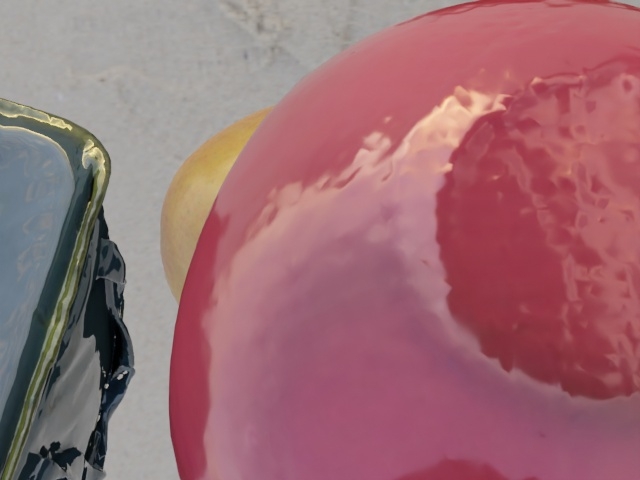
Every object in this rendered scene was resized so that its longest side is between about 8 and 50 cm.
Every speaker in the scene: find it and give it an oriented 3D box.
[{"bbox_3d":[0.084,0.052,0.520,0.294,0.294,0.294,9,106,33],"label":"speaker"}]

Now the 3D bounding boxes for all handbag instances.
[{"bbox_3d":[-0.225,0.064,0.696,0.222,0.241,0.263,15,68,1],"label":"handbag"}]

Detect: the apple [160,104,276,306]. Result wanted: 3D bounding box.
[{"bbox_3d":[0.000,0.000,1.209,0.275,0.299,0.299,26,114,22],"label":"apple"}]
